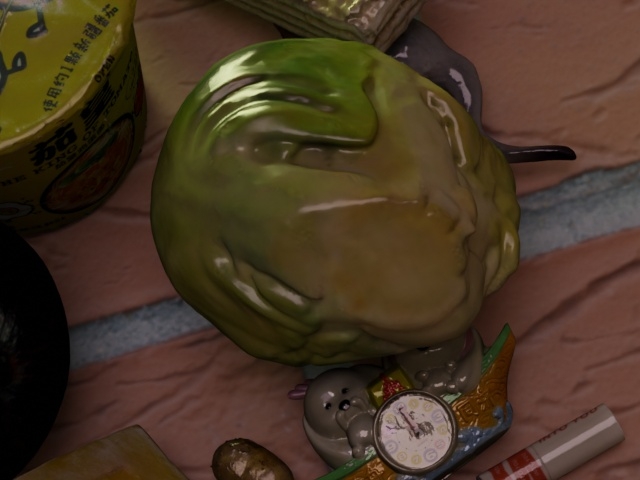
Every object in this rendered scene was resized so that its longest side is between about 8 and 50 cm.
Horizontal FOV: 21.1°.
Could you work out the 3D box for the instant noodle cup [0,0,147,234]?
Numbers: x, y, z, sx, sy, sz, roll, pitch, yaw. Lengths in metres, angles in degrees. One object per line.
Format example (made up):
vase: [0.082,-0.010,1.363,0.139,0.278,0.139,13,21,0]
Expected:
instant noodle cup: [-0.305,-0.161,1.588,0.326,0.254,0.325,-2,67,5]

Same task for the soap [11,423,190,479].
soap: [-0.129,0.309,1.425,0.315,0.091,0.199,44,39,22]

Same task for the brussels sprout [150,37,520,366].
brussels sprout: [0.008,-0.043,1.461,0.344,0.268,0.344,-17,26,9]

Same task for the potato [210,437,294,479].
potato: [-0.060,0.209,1.534,0.083,0.040,0.051,33,89,19]

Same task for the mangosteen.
mangosteen: [-0.367,0.099,1.502,0.300,0.300,0.300,-2,69,6]

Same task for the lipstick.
lipstick: [0.202,0.191,1.508,0.131,0.038,0.038,-30,69,-5]

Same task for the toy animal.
toy animal: [0.081,-0.173,1.634,0.195,0.090,0.324,-26,66,-3]

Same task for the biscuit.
biscuit: [-0.075,-0.302,1.659,0.426,0.078,0.144,29,72,31]

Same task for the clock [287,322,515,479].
clock: [0.075,0.144,1.508,0.231,0.103,0.144,-34,77,-5]
